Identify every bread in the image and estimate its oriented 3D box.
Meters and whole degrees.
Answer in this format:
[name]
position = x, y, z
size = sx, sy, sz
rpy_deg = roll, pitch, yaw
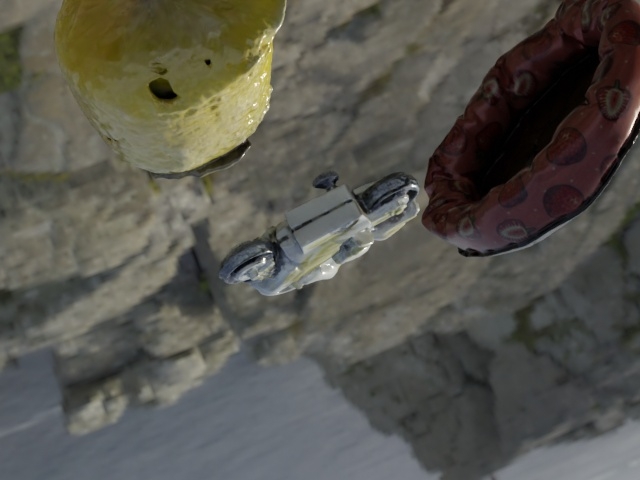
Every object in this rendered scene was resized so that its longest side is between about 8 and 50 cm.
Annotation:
[bread]
position = -0.121, -0.161, 1.166
size = 0.197, 0.197, 0.170
rpy_deg = -21, 150, -7

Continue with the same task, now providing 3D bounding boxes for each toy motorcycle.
[toy motorcycle]
position = 0.000, 0.000, 1.426
size = 0.228, 0.074, 0.151
rpy_deg = -27, 160, -10

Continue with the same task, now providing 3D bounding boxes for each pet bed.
[pet bed]
position = 0.142, -0.074, 0.882
size = 0.053, 0.201, 0.201
rpy_deg = 35, 135, -19
